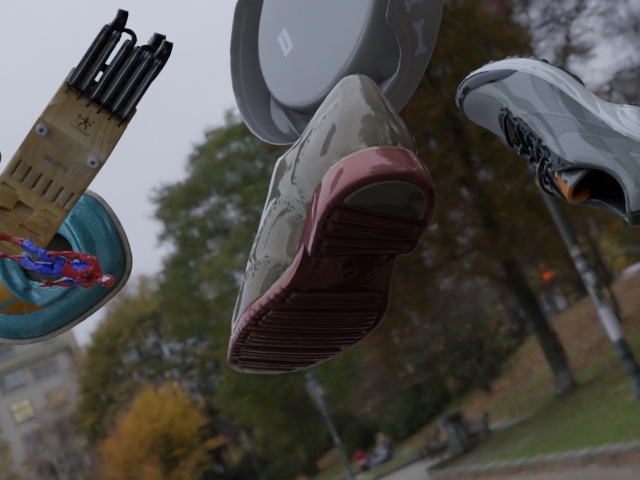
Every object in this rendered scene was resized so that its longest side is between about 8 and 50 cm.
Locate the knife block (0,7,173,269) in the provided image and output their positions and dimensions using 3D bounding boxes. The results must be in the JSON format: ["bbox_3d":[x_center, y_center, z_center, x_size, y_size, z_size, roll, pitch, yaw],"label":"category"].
[{"bbox_3d":[-0.279,-0.130,1.556,0.276,0.088,0.242,-50,12,31],"label":"knife block"}]

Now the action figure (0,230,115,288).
[{"bbox_3d":[-0.245,0.023,1.239,0.115,0.038,0.030,14,24,0],"label":"action figure"}]

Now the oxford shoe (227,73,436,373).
[{"bbox_3d":[0.000,0.000,1.169,0.123,0.130,0.348,4,-36,-25],"label":"oxford shoe"}]

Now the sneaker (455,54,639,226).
[{"bbox_3d":[0.237,-0.099,1.334,0.108,0.271,0.100,-46,-38,-20],"label":"sneaker"}]

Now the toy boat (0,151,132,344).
[{"bbox_3d":[-0.427,-0.015,1.854,0.267,0.318,0.148,-32,-6,5],"label":"toy boat"}]

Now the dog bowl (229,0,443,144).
[{"bbox_3d":[0.020,-0.280,1.690,0.102,0.349,0.348,11,-29,-34],"label":"dog bowl"}]
